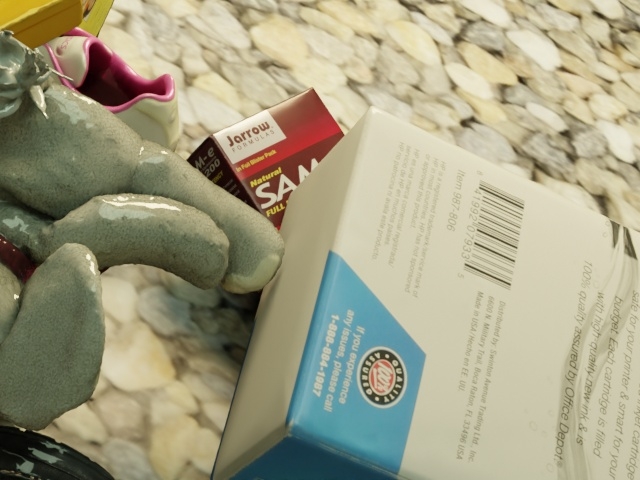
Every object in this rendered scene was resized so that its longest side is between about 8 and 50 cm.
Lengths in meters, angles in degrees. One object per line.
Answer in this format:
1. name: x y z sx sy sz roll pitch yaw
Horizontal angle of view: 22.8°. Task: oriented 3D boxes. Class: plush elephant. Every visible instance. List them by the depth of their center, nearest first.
1. plush elephant: -0.224 0.020 1.158 0.272 0.330 0.255 22 78 24

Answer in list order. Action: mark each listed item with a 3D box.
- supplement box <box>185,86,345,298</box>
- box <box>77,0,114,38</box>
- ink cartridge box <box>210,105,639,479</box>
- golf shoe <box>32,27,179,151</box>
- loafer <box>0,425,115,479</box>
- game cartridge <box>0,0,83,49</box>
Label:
1. supplement box: 0.000 0.000 1.367 0.130 0.073 0.239 -29 82 -37
2. box: -0.243 -0.230 1.438 0.087 0.058 0.232 25 0 -2
3. ink cartridge box: 0.149 0.119 1.240 0.395 0.166 0.285 24 57 -15
4. golf shoe: -0.254 -0.151 1.396 0.306 0.140 0.115 27 43 2
5. loafer: -0.256 0.170 1.130 0.223 0.076 0.078 17 53 -10
6. game cartridge: -0.388 -0.216 1.231 0.285 0.053 0.324 -32 59 -23
